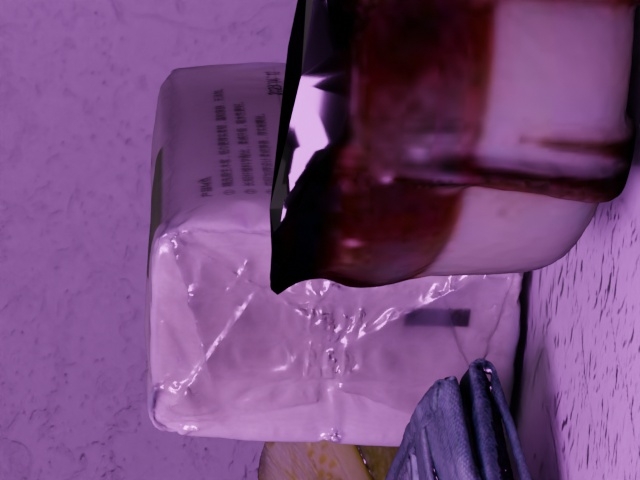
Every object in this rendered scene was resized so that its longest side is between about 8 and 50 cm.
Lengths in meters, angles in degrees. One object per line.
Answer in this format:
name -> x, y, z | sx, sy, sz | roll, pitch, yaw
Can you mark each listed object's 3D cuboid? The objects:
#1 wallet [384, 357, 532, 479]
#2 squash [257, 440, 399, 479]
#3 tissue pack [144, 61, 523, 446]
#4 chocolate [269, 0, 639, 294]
wallet -> 0.088, 0.251, 1.301 | 0.342, 0.075, 0.237 | 104, 155, -64
squash -> 0.025, 0.256, 1.759 | 0.237, 0.204, 0.155 | 109, -176, -55
tissue pack -> 0.000, 0.002, 1.479 | 0.356, 0.266, 0.193 | -98, 12, -66
chocolate -> 0.082, -0.097, 1.065 | 0.283, 0.186, 0.283 | 8, -90, -87
